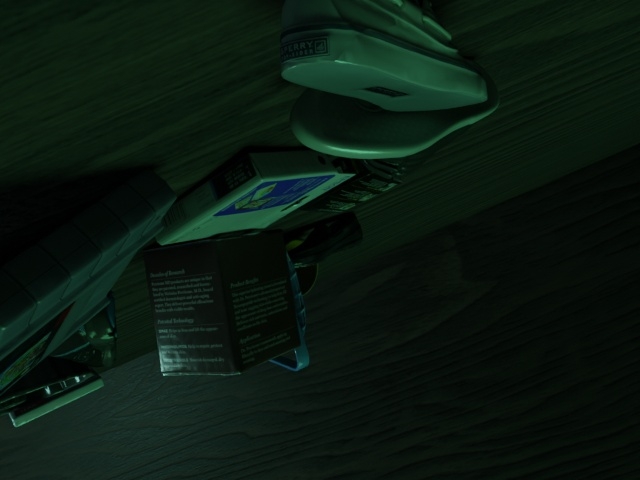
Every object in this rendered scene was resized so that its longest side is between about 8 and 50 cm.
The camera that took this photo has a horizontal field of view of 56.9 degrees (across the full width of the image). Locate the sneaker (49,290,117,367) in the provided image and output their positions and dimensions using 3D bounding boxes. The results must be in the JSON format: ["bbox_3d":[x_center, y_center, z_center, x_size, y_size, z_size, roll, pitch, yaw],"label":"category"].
[{"bbox_3d":[-0.450,0.163,1.092,0.139,0.125,0.341,-4,159,-19],"label":"sneaker"}]

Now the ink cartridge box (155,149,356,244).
[{"bbox_3d":[-0.088,-0.059,0.806,0.206,0.045,0.208,-28,170,35],"label":"ink cartridge box"}]

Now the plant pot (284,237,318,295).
[{"bbox_3d":[-0.085,0.061,1.366,0.095,0.134,0.134,2,-169,42],"label":"plant pot"}]

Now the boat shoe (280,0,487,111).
[{"bbox_3d":[0.065,-0.155,0.467,0.095,0.084,0.258,1,-176,32],"label":"boat shoe"}]

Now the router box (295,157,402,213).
[{"bbox_3d":[0.046,-0.092,0.962,0.133,0.046,0.179,-25,171,20],"label":"router box"}]

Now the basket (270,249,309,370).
[{"bbox_3d":[-0.124,0.125,1.168,0.201,0.255,0.289,-15,180,-32],"label":"basket"}]

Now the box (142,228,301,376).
[{"bbox_3d":[-0.156,0.097,0.952,0.167,0.203,0.168,-9,180,33],"label":"box"}]

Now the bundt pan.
[{"bbox_3d":[-0.642,0.277,1.192,0.330,0.124,0.331,-22,172,-3],"label":"bundt pan"}]

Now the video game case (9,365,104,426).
[{"bbox_3d":[-0.676,0.354,1.463,0.204,0.025,0.285,-23,-161,-32],"label":"video game case"}]

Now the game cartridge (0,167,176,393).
[{"bbox_3d":[-0.307,0.079,0.666,0.355,0.068,0.230,-40,-169,47],"label":"game cartridge"}]

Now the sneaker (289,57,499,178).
[{"bbox_3d":[0.064,-0.114,0.651,0.295,0.105,0.147,-22,168,-40],"label":"sneaker"}]

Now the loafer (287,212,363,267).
[{"bbox_3d":[0.000,0.000,1.320,0.223,0.078,0.076,-23,-162,-33],"label":"loafer"}]
